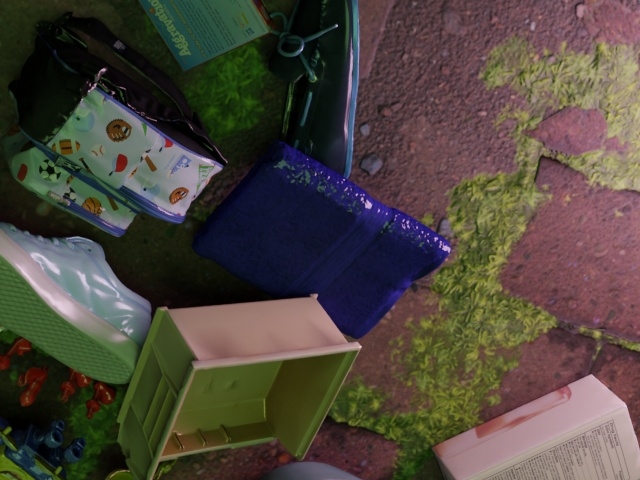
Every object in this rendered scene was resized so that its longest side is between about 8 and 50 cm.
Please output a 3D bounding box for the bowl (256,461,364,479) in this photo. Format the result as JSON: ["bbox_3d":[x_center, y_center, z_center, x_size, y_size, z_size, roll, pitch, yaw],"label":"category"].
[{"bbox_3d":[-0.020,0.465,1.754,0.312,0.163,0.311,-4,110,-13],"label":"bowl"}]

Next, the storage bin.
[{"bbox_3d":[-0.123,0.212,1.585,0.262,0.123,0.260,-4,132,-36],"label":"storage bin"}]

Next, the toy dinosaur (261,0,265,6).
[{"bbox_3d":[-0.108,-0.409,1.481,0.112,0.064,0.211,2,108,-17],"label":"toy dinosaur"}]

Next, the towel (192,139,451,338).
[{"bbox_3d":[0.000,0.000,1.617,0.308,0.076,0.227,29,123,-24],"label":"towel"}]

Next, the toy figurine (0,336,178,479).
[{"bbox_3d":[-0.406,0.309,1.641,0.217,0.191,0.362,-25,125,27],"label":"toy figurine"}]

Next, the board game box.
[{"bbox_3d":[-0.189,-0.362,1.459,0.145,0.027,0.281,-20,117,25],"label":"board game box"}]

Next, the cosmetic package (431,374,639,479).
[{"bbox_3d":[0.349,0.354,1.832,0.296,0.129,0.153,-22,111,-6],"label":"cosmetic package"}]

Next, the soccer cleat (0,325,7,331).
[{"bbox_3d":[-0.539,0.130,1.545,0.248,0.083,0.095,-28,87,-9],"label":"soccer cleat"}]

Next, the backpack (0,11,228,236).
[{"bbox_3d":[-0.262,-0.125,1.441,0.263,0.276,0.213,26,105,-28],"label":"backpack"}]

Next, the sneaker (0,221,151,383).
[{"bbox_3d":[-0.372,0.043,1.535,0.135,0.150,0.366,-18,131,33],"label":"sneaker"}]

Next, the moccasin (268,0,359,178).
[{"bbox_3d":[-0.014,-0.230,1.530,0.117,0.138,0.342,-3,108,-9],"label":"moccasin"}]
